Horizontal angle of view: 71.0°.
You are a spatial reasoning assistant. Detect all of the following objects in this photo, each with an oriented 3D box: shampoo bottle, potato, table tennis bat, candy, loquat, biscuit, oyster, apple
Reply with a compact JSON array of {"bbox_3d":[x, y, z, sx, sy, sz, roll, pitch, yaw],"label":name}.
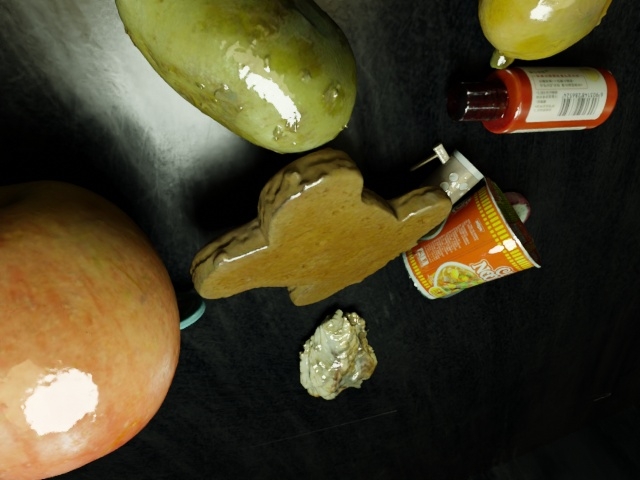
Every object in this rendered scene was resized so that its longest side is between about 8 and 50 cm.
[{"bbox_3d":[0.340,-0.231,0.739,0.278,0.104,0.104,-7,131,-17],"label":"shampoo bottle"},{"bbox_3d":[-0.083,-0.220,0.519,0.307,0.210,0.173,27,139,-33],"label":"potato"},{"bbox_3d":[-0.304,0.132,0.801,0.201,0.124,0.033,-5,113,10],"label":"table tennis bat"},{"bbox_3d":[0.392,-0.055,0.952,0.103,0.043,0.103,-11,131,-13],"label":"candy"},{"bbox_3d":[0.299,-0.326,0.612,0.172,0.149,0.204,-19,157,-29],"label":"loquat"},{"bbox_3d":[0.000,0.000,0.750,0.368,0.076,0.394,-38,153,32],"label":"biscuit"},{"bbox_3d":[0.045,0.303,1.082,0.201,0.107,0.354,-24,133,-6],"label":"oyster"},{"bbox_3d":[-0.366,0.095,0.577,0.364,0.364,0.364,-11,132,-13],"label":"apple"}]

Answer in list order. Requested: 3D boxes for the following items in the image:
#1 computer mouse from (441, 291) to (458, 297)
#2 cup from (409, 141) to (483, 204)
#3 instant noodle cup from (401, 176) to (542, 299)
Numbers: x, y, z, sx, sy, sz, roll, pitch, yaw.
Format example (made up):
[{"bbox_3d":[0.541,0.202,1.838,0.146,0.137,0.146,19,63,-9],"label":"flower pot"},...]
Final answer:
[{"bbox_3d":[0.341,0.046,1.001,0.229,0.068,0.113,-30,154,-2],"label":"computer mouse"},{"bbox_3d":[0.226,-0.113,0.815,0.102,0.074,0.099,29,114,-37],"label":"cup"},{"bbox_3d":[0.277,0.011,0.871,0.212,0.193,0.193,-32,135,29],"label":"instant noodle cup"}]
